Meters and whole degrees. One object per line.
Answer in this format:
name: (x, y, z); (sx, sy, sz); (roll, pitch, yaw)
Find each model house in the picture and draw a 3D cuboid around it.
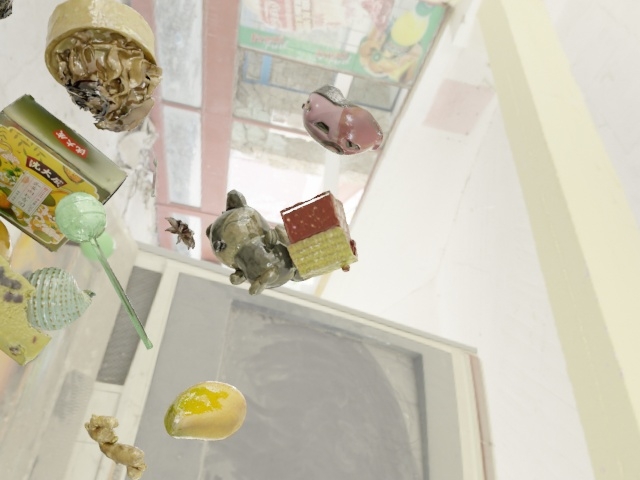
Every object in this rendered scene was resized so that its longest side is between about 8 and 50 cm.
model house: (0.000, 0.000, 1.462); (0.160, 0.196, 0.254); (44, 26, -63)

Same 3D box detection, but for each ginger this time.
ginger: (-0.546, 0.537, 1.227); (0.052, 0.176, 0.193); (-38, 133, -59)

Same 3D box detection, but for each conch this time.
conch: (-0.756, 0.149, 1.297); (0.172, 0.200, 0.131); (-91, 168, -46)

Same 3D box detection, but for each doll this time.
doll: (-0.210, 0.026, 1.592); (0.252, 0.382, 0.379); (-46, 155, 12)

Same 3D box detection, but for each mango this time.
mango: (-0.313, 0.479, 1.288); (0.119, 0.176, 0.317); (-51, 154, 15)

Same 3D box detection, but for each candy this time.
candy: (-0.527, 0.076, 1.148); (0.440, 0.119, 0.119); (60, -15, 6)

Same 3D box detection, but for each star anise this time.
star anise: (-0.461, -0.026, 1.543); (0.042, 0.141, 0.141); (-45, 164, -38)

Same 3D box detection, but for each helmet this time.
helmet: (0.048, -0.341, 1.393); (0.154, 0.253, 0.198); (-39, 180, -14)

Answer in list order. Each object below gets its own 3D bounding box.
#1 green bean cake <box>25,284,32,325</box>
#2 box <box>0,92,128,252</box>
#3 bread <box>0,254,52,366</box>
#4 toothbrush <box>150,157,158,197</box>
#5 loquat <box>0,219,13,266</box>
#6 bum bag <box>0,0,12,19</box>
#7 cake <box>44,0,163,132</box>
green bean cake: (-0.657, 0.121, 0.793); (0.222, 0.227, 0.124); (-67, 162, -83)
box: (-0.911, -0.198, 1.510); (0.420, 0.373, 0.138); (-32, -152, 30)
bread: (-0.459, 0.068, 0.633); (0.226, 0.049, 0.088); (56, 33, -27)
toothbrush: (-0.532, -0.203, 1.481); (0.017, 0.014, 0.194); (73, 1, -48)
loquat: (-1.128, 0.050, 1.421); (0.359, 0.328, 0.328); (55, -27, 19)
bum bag: (-0.797, -0.649, 1.120); (0.248, 0.069, 0.102); (144, -45, -70)
cake: (-0.658, -0.508, 1.406); (0.332, 0.332, 0.321); (117, -37, -64)
